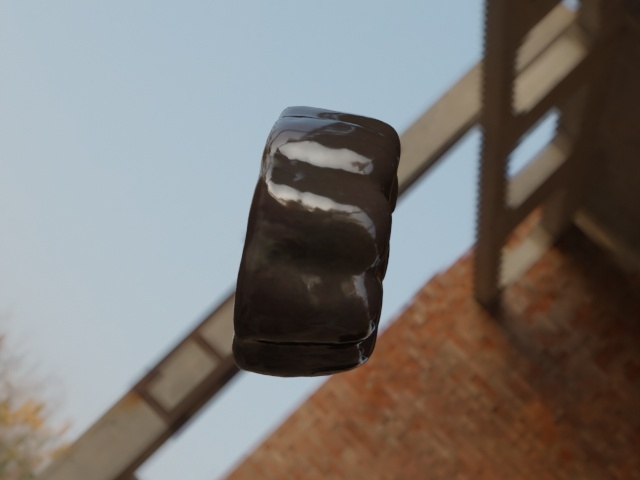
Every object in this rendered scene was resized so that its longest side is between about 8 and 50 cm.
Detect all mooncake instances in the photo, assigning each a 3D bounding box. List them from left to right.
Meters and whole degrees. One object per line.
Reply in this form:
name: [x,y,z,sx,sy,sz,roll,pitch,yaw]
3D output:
mooncake: [0.000,0.000,1.905,0.154,0.306,0.306,7,-22,2]
